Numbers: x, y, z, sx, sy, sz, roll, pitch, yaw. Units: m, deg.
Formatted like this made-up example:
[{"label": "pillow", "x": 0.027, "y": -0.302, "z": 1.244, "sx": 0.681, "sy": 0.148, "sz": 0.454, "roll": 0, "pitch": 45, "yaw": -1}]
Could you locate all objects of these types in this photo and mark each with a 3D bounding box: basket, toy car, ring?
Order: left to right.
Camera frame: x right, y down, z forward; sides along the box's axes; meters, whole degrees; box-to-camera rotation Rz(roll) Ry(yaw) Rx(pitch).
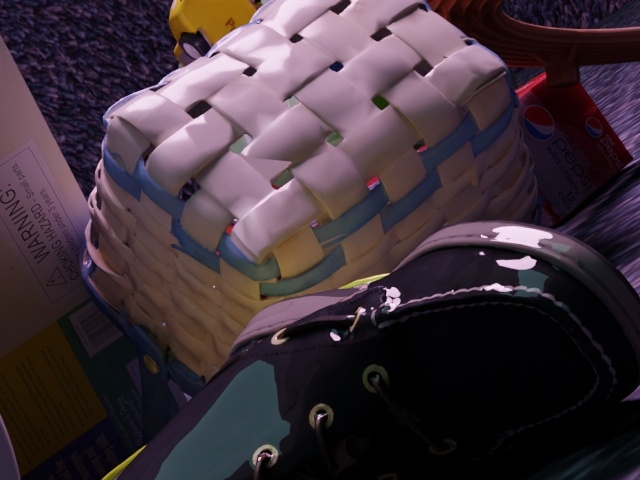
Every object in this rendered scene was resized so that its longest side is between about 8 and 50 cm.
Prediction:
[{"label": "toy car", "x": -0.001, "y": -0.075, "z": 1.129, "sx": 0.225, "sy": 0.239, "sz": 0.053, "roll": -21, "pitch": 24, "yaw": -36}, {"label": "basket", "x": 0.000, "y": 0.000, "z": 0.995, "sx": 0.255, "sy": 0.201, "sz": 0.289, "roll": -37, "pitch": -32, "yaw": -24}, {"label": "ring", "x": 0.210, "y": -0.137, "z": 1.001, "sx": 0.337, "sy": 0.032, "sz": 0.336, "roll": -7, "pitch": -8, "yaw": -1}]

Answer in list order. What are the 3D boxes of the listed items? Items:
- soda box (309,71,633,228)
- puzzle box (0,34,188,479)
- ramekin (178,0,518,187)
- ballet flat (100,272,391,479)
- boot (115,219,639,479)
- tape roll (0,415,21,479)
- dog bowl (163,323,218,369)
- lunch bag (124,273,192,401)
[{"label": "soda box", "x": 0.091, "y": -0.027, "z": 1.251, "sx": 0.092, "sy": 0.083, "sz": 0.263, "roll": -38, "pitch": 5, "yaw": -35}, {"label": "puzzle box", "x": -0.243, "y": 0.057, "z": 0.984, "sx": 0.272, "sy": 0.409, "sz": 0.052, "roll": -35, "pitch": 41, "yaw": -16}, {"label": "ramekin", "x": 0.036, "y": -0.113, "z": 1.594, "sx": 0.303, "sy": 0.148, "sz": 0.303, "roll": -14, "pitch": -22, "yaw": -6}, {"label": "ballet flat", "x": -0.011, "y": 0.085, "z": 0.809, "sx": 0.231, "sy": 0.077, "sz": 0.077, "roll": -35, "pitch": -18, "yaw": 20}, {"label": "boot", "x": -0.003, "y": 0.087, "z": 0.624, "sx": 0.178, "sy": 0.085, "sz": 0.236, "roll": -46, "pitch": 15, "yaw": -32}, {"label": "tape roll", "x": -0.273, "y": 0.134, "z": 0.801, "sx": 0.286, "sy": 0.286, "sz": 0.100, "roll": -35, "pitch": 2, "yaw": -11}, {"label": "dog bowl", "x": -0.154, "y": 0.081, "z": 1.454, "sx": 0.297, "sy": 0.074, "sz": 0.166, "roll": -10, "pitch": 53, "yaw": 61}, {"label": "lunch bag", "x": -0.202, "y": 0.091, "z": 1.298, "sx": 0.176, "sy": 0.219, "sz": 0.090, "roll": -34, "pitch": 2, "yaw": 28}]
